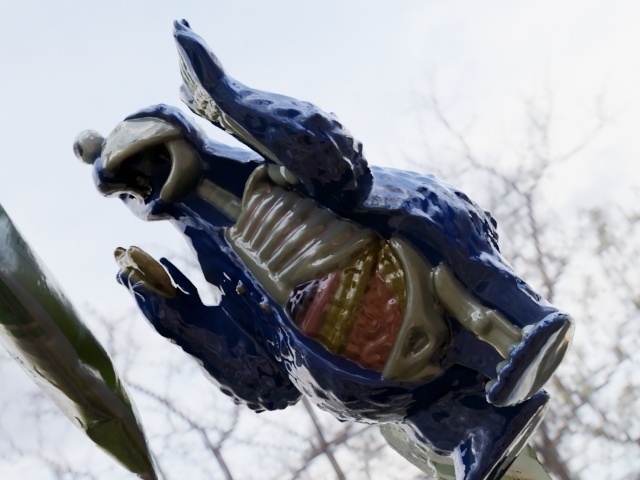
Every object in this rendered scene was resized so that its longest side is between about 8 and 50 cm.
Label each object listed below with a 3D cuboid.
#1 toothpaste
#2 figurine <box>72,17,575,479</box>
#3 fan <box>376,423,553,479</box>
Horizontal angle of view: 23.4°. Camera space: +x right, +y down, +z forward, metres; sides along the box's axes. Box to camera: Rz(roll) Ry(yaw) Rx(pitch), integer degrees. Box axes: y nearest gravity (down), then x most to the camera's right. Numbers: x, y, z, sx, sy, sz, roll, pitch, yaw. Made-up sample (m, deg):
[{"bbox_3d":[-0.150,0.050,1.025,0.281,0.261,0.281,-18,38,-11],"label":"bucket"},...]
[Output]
[{"bbox_3d":[-0.141,0.017,0.684,0.047,0.078,0.248,-36,-58,-8],"label":"toothpaste"},{"bbox_3d":[0.002,0.008,0.733,0.121,0.262,0.164,-41,-10,-50],"label":"figurine"},{"bbox_3d":[0.063,0.105,0.871,0.009,0.240,0.131,-49,3,-30],"label":"fan"}]
